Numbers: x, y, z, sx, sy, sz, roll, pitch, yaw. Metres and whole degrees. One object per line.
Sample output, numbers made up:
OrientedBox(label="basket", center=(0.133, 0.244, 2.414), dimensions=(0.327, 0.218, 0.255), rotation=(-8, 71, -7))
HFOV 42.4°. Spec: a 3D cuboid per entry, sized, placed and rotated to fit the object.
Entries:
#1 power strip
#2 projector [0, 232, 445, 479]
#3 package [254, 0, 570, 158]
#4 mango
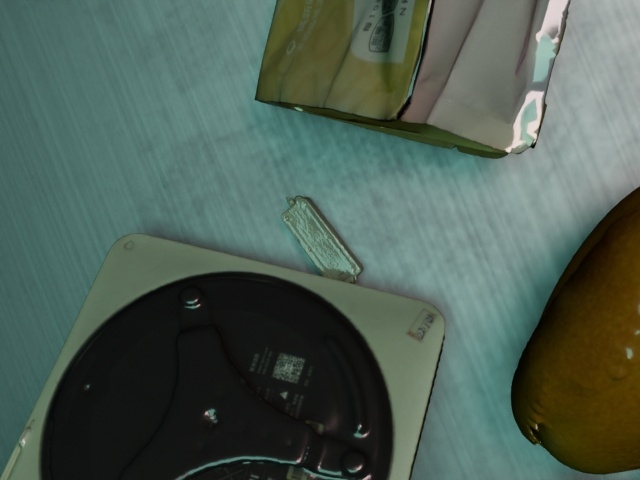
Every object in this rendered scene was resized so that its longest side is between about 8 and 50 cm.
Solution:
OrientedBox(label="power strip", center=(0.000, 0.000, 0.620), dimensions=(0.027, 0.017, 0.083), rotation=(-37, 86, 12))
OrientedBox(label="projector", center=(-0.067, 0.132, 0.554), dimensions=(0.259, 0.079, 0.257), rotation=(13, 62, 11))
OrientedBox(label="package", center=(0.090, -0.218, 0.532), dimensions=(0.165, 0.221, 0.311), rotation=(10, 96, -28))
OrientedBox(label="mango", center=(0.210, 0.055, 0.511), dimensions=(0.236, 0.166, 0.136), rotation=(-63, 35, 30))
